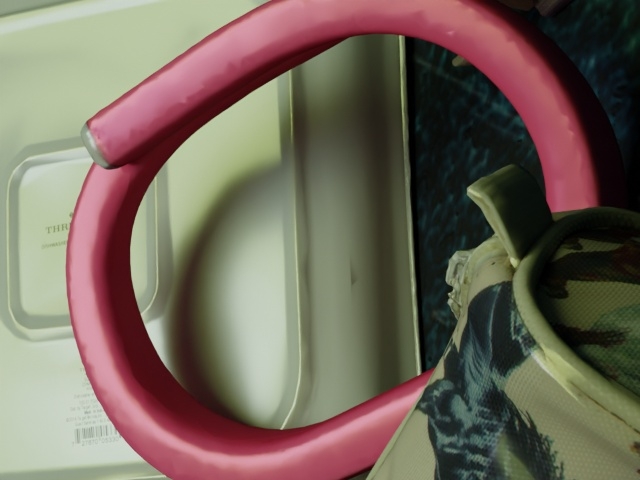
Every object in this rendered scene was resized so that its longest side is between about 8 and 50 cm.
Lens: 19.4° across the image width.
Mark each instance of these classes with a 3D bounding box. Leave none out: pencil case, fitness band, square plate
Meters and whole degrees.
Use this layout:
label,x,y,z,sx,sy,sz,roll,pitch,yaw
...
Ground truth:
label,x,y,z,sx,sy,sz,roll,pitch,yaw
pencil case,0.053,0.164,0.752,0.183,0.160,0.410,46,127,20
fitness band,0.000,0.000,0.851,0.291,0.054,0.209,-29,84,29
square plate,-0.113,0.001,1.002,0.347,0.049,0.344,-8,77,27

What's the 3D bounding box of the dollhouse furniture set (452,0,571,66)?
label,x,y,z,sx,sy,sz,roll,pitch,yaw
dollhouse furniture set,0.061,-0.154,0.872,0.091,0.081,0.114,-39,53,48
